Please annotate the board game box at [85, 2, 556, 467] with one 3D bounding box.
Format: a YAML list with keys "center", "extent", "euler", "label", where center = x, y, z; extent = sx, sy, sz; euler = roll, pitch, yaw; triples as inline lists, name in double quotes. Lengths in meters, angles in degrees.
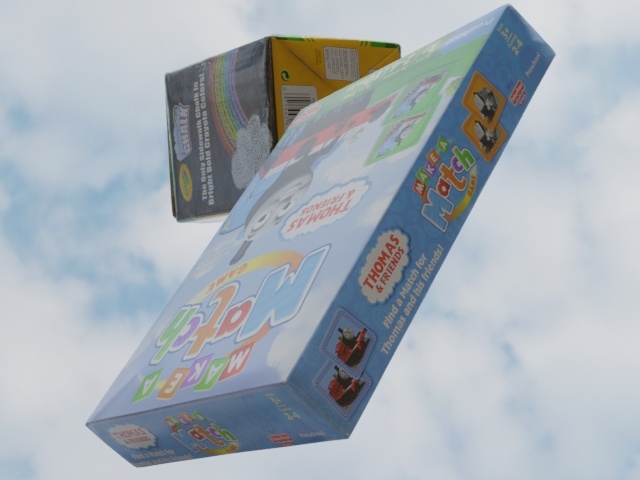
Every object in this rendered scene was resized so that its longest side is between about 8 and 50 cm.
- center: [0.000, 0.000, 0.528]
  extent: [0.039, 0.160, 0.211]
  euler: [44, -124, -20]
  label: "board game box"

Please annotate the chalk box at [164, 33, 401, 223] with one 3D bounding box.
- center: [-0.043, -0.084, 0.999]
  extent: [0.132, 0.213, 0.132]
  euler: [-3, -92, -35]
  label: "chalk box"
